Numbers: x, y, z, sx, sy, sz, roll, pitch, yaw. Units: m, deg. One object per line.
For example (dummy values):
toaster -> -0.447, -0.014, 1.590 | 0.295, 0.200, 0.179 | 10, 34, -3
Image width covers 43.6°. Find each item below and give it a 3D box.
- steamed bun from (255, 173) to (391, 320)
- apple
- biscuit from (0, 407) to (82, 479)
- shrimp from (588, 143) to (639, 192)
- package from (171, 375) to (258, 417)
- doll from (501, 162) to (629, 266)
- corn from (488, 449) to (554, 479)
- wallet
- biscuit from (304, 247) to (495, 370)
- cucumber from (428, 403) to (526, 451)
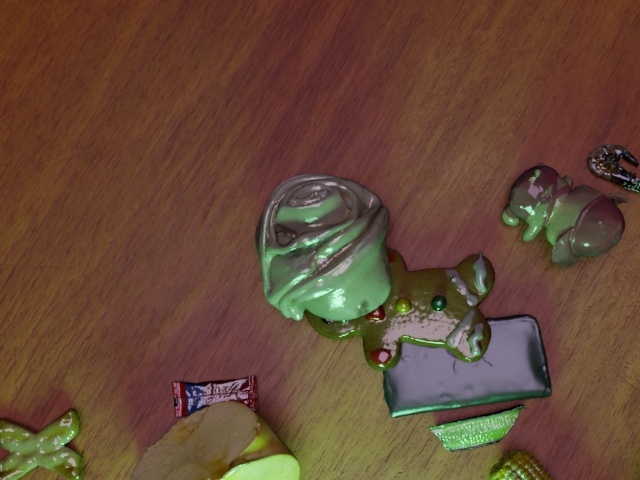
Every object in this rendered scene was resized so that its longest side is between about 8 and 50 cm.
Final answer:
steamed bun -> -0.010, 0.001, 1.749 | 0.309, 0.219, 0.325 | -4, 66, 15
apple -> -0.216, 0.513, 1.714 | 0.309, 0.252, 0.314 | -38, 82, -13
biscuit -> -0.656, 0.482, 1.856 | 0.207, 0.047, 0.165 | -7, 82, 4
shrimp -> 0.696, -0.165, 1.834 | 0.161, 0.034, 0.091 | 34, 85, 10
package -> -0.244, 0.361, 1.848 | 0.200, 0.022, 0.083 | -5, 81, 5
doll -> 0.541, -0.056, 1.775 | 0.255, 0.152, 0.196 | 35, 118, 24
corn -> 0.493, 0.605, 1.694 | 0.131, 0.131, 0.344 | -37, 81, -1
wallet -> 0.317, 0.277, 1.794 | 0.377, 0.051, 0.197 | -10, 81, 6
biscuit -> 0.169, 0.150, 1.794 | 0.431, 0.064, 0.283 | 3, 71, 11
cucumber -> 0.355, 0.421, 1.777 | 0.219, 0.046, 0.071 | -14, 83, 4
